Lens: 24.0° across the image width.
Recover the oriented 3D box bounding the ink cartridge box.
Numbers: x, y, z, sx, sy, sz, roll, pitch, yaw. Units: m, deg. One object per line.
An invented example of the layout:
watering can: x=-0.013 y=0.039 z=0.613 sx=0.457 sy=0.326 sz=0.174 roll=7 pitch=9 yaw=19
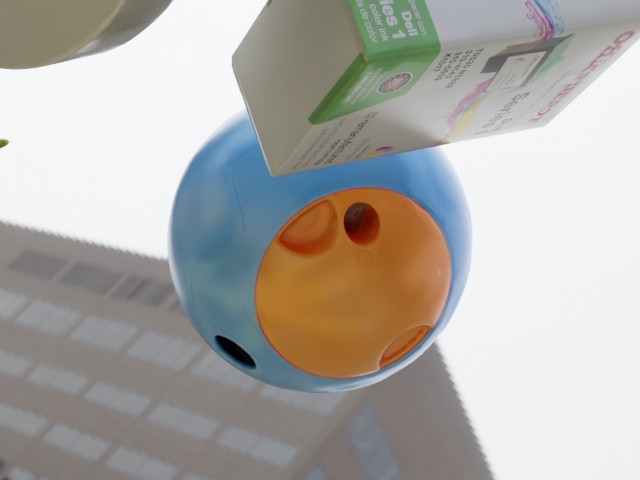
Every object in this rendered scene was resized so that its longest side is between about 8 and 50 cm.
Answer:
ink cartridge box: x=0.098 y=-0.161 z=1.192 sx=0.201 sy=0.278 sz=0.117 roll=-47 pitch=-120 yaw=58

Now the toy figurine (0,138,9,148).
toy figurine: x=-0.535 y=-0.005 z=1.730 sx=0.362 sy=0.217 sz=0.191 roll=-6 pitch=-11 yaw=34

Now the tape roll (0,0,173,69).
tape roll: x=-0.242 y=-0.326 z=1.163 sx=0.392 sy=0.072 sz=0.392 roll=14 pitch=-67 yaw=34

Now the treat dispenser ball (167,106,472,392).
treat dispenser ball: x=0.000 y=0.000 z=1.425 sx=0.288 sy=0.288 sz=0.288 roll=30 pitch=-33 yaw=22
